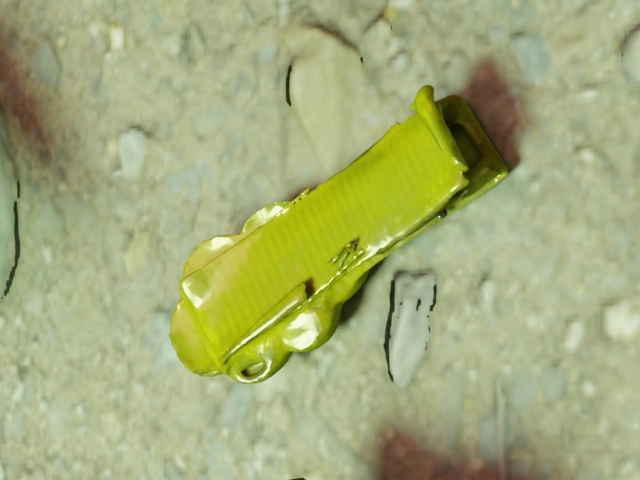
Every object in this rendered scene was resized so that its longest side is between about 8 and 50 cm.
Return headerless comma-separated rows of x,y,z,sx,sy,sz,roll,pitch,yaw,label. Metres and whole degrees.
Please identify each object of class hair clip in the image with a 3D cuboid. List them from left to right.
0.000,0.000,0.834,0.173,0.046,0.072,-41,61,25,hair clip

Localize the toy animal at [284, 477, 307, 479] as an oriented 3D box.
0.012,0.228,0.739,0.195,0.169,0.281,-16,76,10,toy animal
